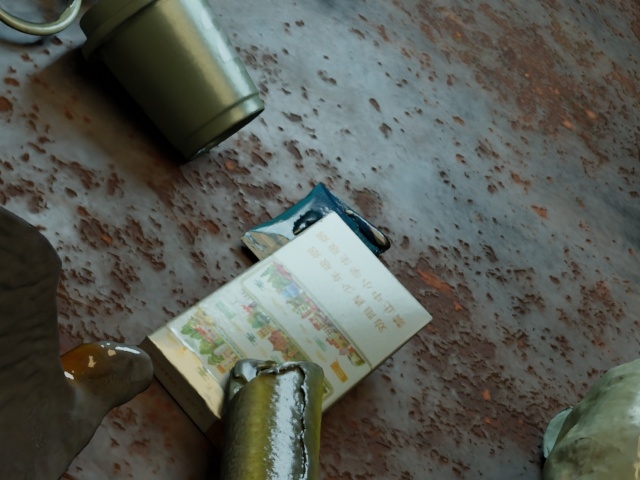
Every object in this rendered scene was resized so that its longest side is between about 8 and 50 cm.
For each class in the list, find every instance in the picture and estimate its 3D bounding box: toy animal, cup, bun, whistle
[{"bbox_3d":[-0.218,0.135,0.722,0.302,0.225,0.284,43,66,-33],"label":"toy animal"},{"bbox_3d":[-0.116,-0.141,1.092,0.120,0.120,0.141,-31,90,-51],"label":"cup"},{"bbox_3d":[0.238,0.225,1.010,0.287,0.146,0.287,23,62,-53],"label":"bun"},{"bbox_3d":[-0.035,0.179,0.819,0.068,0.057,0.326,11,34,-6],"label":"whistle"}]

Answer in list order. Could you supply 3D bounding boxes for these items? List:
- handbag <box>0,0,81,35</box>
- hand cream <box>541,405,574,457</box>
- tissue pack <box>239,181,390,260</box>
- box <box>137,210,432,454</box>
[{"bbox_3d":[-0.241,-0.310,1.140,0.241,0.109,0.315,14,48,-28],"label":"handbag"},{"bbox_3d":[0.279,0.208,1.155,0.205,0.050,0.078,30,55,-21],"label":"hand cream"},{"bbox_3d":[0.000,0.000,1.124,0.085,0.028,0.138,46,35,5],"label":"tissue pack"},{"bbox_3d":[-0.020,0.071,1.013,0.122,0.032,0.220,49,46,7],"label":"box"}]
